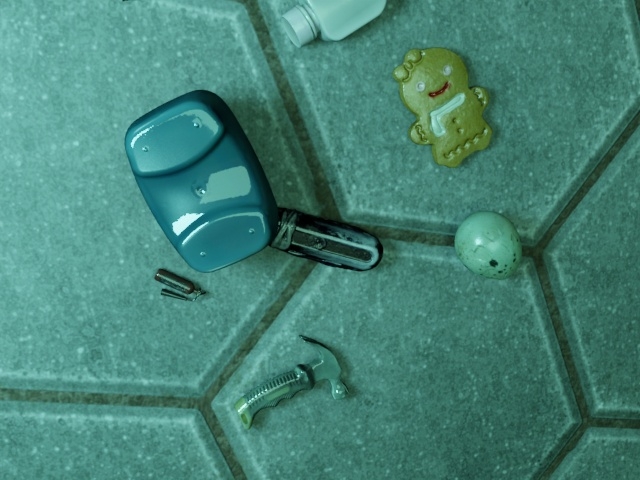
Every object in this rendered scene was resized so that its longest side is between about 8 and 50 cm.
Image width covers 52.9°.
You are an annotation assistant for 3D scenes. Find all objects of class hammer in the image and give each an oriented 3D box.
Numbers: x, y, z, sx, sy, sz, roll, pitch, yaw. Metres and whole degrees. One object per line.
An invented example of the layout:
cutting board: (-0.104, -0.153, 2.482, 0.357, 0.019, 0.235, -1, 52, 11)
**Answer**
hammer: (-0.067, 0.294, 1.300, 0.226, 0.041, 0.159, -27, 107, -8)

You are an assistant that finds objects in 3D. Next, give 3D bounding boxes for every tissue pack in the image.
tissue pack: (-0.198, -0.103, 1.107, 0.198, 0.206, 0.288, -27, 105, 1)

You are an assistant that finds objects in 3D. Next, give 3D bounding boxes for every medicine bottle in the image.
medicine bottle: (0.021, -0.423, 1.160, 0.183, 0.069, 0.119, -35, 111, -7)

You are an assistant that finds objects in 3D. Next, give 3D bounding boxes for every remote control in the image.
remote control: (0.000, 0.000, 1.243, 0.265, 0.066, 0.090, 15, 93, -18)

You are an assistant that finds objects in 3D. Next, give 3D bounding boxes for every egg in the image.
egg: (0.345, 0.017, 1.305, 0.131, 0.131, 0.164, -43, 114, -3)

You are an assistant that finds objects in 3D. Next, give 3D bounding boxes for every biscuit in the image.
biscuit: (0.244, -0.270, 1.269, 0.184, 0.035, 0.249, -31, 107, -7)

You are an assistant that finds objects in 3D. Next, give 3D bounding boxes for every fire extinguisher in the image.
fire extinguisher: (-0.267, 0.093, 1.210, 0.100, 0.032, 0.046, 27, 83, -12)
